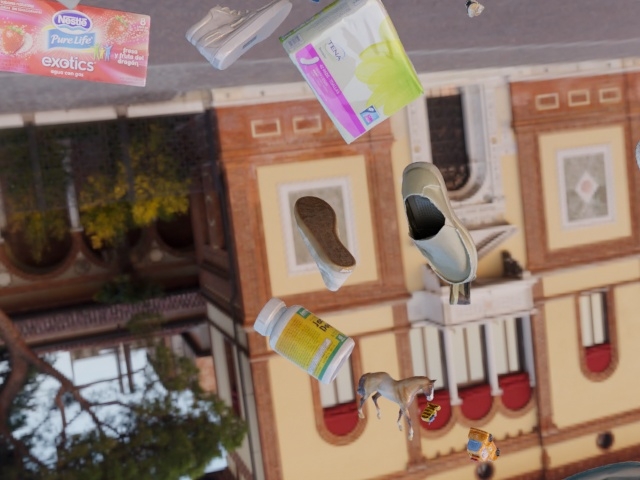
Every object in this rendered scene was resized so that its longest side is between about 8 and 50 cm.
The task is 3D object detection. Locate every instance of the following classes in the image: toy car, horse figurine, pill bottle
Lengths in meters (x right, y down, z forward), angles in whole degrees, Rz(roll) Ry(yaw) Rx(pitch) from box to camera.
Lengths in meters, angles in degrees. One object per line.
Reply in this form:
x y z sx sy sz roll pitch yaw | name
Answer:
0.202 0.292 1.094 0.122 0.060 0.040 20 -128 36 | toy car
0.187 0.424 2.017 0.263 0.174 0.066 16 -164 43 | horse figurine
-0.039 0.217 1.645 0.208 0.117 0.117 32 -163 13 | pill bottle

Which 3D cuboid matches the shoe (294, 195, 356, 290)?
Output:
0.000 0.000 1.286 0.076 0.058 0.219 -1 -142 -19 | shoe

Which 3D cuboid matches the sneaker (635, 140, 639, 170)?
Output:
0.494 -0.102 1.087 0.040 0.109 0.044 15 153 -42 | sneaker

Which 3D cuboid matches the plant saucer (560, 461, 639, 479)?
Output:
0.423 0.431 1.201 0.318 0.043 0.317 -23 170 -4 | plant saucer

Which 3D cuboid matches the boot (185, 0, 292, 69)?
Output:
-0.188 -0.507 1.699 0.258 0.123 0.095 -45 176 -27 | boot

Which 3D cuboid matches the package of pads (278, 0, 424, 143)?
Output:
0.081 -0.392 1.662 0.229 0.296 0.101 -33 -139 7 | package of pads

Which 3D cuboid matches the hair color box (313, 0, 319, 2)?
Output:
0.017 -0.760 1.736 0.105 0.347 0.174 17 -139 -17 | hair color box

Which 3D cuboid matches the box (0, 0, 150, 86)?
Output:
-0.499 -0.399 1.470 0.300 0.142 0.154 3 -164 -20 | box

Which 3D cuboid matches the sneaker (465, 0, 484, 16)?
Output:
0.331 -0.513 1.627 0.032 0.037 0.083 -50 170 25 | sneaker

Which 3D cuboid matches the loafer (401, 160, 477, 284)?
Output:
0.212 -0.016 1.387 0.102 0.268 0.092 -12 -151 35 | loafer

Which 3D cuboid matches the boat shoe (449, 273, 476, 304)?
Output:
0.303 0.073 1.562 0.049 0.152 0.056 12 150 6 | boat shoe

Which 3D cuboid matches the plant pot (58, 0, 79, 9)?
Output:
-0.419 -0.472 1.231 0.096 0.109 0.109 -9 149 44 | plant pot
